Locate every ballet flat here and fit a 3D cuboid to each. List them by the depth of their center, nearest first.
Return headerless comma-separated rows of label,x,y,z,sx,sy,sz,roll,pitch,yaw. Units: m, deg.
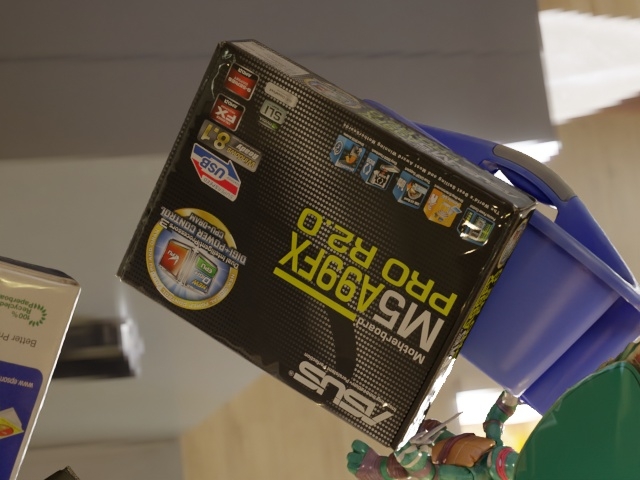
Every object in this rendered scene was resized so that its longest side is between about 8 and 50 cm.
ballet flat,0.172,0.069,0.668,0.077,0.091,0.241,8,143,-24

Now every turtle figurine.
turtle figurine,0.144,0.220,1.650,0.175,0.118,0.234,-22,-170,-39

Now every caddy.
caddy,0.143,0.004,1.368,0.179,0.341,0.241,-52,149,1

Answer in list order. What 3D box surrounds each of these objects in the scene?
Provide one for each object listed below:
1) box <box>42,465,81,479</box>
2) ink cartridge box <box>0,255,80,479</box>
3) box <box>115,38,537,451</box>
box,-0.208,0.261,1.025,0.180,0.077,0.147,-33,143,-20
ink cartridge box,-0.312,0.178,1.096,0.176,0.371,0.069,18,179,-36
box,0.000,0.000,1.196,0.270,0.216,0.060,31,-162,15
